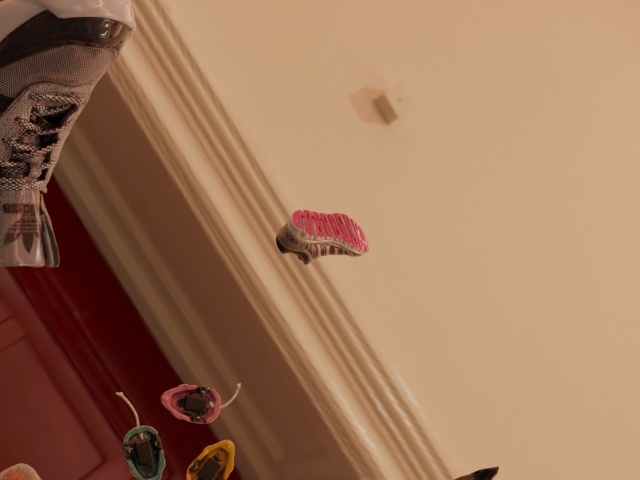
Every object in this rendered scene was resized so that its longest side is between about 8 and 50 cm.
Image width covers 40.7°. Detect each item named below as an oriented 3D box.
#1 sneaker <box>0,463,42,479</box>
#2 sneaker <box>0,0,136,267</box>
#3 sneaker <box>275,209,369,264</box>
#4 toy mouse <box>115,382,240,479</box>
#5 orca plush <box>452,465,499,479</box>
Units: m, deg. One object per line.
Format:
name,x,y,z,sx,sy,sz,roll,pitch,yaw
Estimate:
sneaker,-0.324,0.400,1.058,0.302,0.108,0.121,41,-16,53
sneaker,-0.212,-0.062,0.623,0.268,0.101,0.153,-27,-106,35
sneaker,0.000,0.000,1.275,0.075,0.170,0.063,-37,-121,33
toy mouse,-0.153,0.199,0.890,0.143,0.161,0.031,34,-23,-6
orca plush,0.325,0.520,1.446,0.102,0.151,0.287,-46,-139,49
